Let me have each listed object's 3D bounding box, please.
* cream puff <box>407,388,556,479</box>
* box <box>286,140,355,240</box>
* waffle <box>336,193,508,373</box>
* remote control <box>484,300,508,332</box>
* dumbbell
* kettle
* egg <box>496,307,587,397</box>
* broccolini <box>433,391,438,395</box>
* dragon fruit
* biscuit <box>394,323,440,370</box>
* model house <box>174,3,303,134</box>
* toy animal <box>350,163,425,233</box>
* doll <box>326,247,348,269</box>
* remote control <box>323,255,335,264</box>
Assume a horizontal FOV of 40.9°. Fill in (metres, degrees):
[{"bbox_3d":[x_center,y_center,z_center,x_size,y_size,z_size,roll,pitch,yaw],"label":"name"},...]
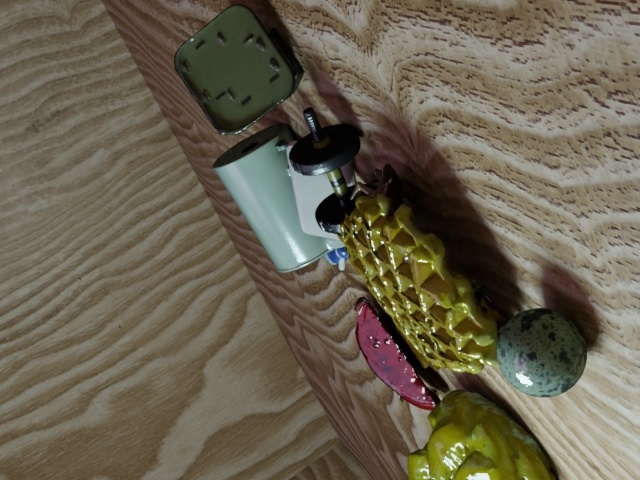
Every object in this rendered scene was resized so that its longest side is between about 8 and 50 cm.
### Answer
[{"bbox_3d":[0.328,0.531,1.860,0.378,0.275,0.378,55,165,22],"label":"cream puff"},{"bbox_3d":[0.009,-0.101,1.872,0.142,0.044,0.285,10,143,16],"label":"box"},{"bbox_3d":[0.171,0.087,1.541,0.382,0.095,0.379,51,166,5],"label":"waffle"},{"bbox_3d":[0.302,0.147,1.562,0.221,0.042,0.078,43,160,44],"label":"remote control"},{"bbox_3d":[0.033,-0.120,1.691,0.143,0.143,0.325,38,157,55],"label":"dumbbell"},{"bbox_3d":[-0.074,-0.110,2.083,0.318,0.265,0.205,62,-162,-17],"label":"kettle"},{"bbox_3d":[0.335,0.172,1.301,0.132,0.132,0.172,51,178,26],"label":"egg"},{"bbox_3d":[0.278,0.396,2.290,0.140,0.030,0.035,173,101,-71],"label":"broccolini"},{"bbox_3d":[0.177,0.308,2.209,0.343,0.100,0.282,54,-179,9],"label":"dragon fruit"},{"bbox_3d":[0.229,0.249,2.086,0.138,0.031,0.205,56,169,-3],"label":"biscuit"},{"bbox_3d":[-0.136,-0.347,1.813,0.218,0.205,0.279,58,-163,4],"label":"model house"},{"bbox_3d":[0.143,-0.062,1.575,0.179,0.089,0.188,45,164,21],"label":"toy animal"},{"bbox_3d":[0.051,0.026,2.169,0.143,0.058,0.098,158,100,-76],"label":"doll"},{"bbox_3d":[0.000,0.000,2.351,0.061,0.029,0.162,45,163,49],"label":"remote control"}]
